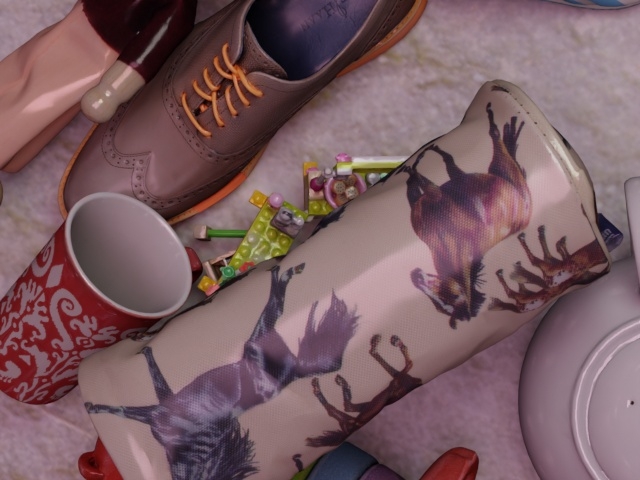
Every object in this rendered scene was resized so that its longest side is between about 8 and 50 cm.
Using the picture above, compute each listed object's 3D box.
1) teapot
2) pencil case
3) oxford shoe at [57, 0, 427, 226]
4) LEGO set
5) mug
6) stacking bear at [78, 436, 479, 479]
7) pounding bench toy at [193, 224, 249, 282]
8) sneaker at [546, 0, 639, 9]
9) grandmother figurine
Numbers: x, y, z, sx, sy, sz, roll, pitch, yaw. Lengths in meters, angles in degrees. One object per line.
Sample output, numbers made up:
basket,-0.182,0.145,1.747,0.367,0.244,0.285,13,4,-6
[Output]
teapot,0.266,0.122,1.361,0.256,0.187,0.252,37,95,6
pencil case,0.013,0.056,1.285,0.410,0.183,0.160,-35,94,6
oxford shoe,-0.076,-0.129,1.427,0.363,0.133,0.130,-41,86,6
LEGO set,0.000,0.000,1.391,0.287,0.107,0.132,-24,87,-11
mug,-0.180,0.059,1.440,0.169,0.150,0.113,-41,41,38
stacking bear,-0.048,0.207,1.424,0.289,0.175,0.164,22,122,16
pounding bench toy,-0.060,0.013,1.469,0.065,0.052,0.083,-26,88,7
sneaker,0.200,-0.228,1.398,0.228,0.092,0.087,-4,89,-9
grandmother figurine,-0.165,-0.171,1.430,0.342,0.104,0.208,-35,52,17
